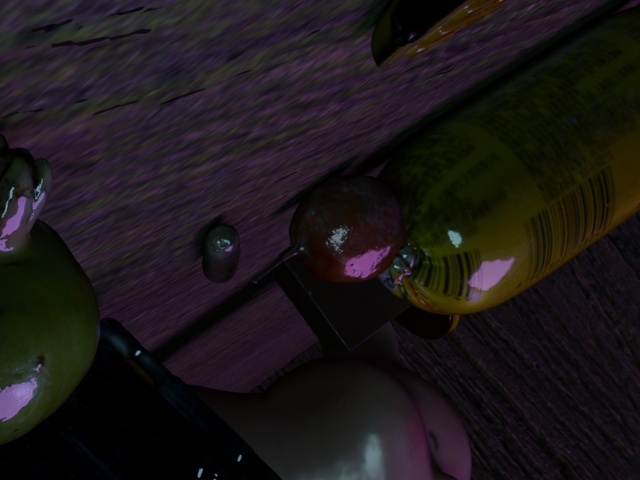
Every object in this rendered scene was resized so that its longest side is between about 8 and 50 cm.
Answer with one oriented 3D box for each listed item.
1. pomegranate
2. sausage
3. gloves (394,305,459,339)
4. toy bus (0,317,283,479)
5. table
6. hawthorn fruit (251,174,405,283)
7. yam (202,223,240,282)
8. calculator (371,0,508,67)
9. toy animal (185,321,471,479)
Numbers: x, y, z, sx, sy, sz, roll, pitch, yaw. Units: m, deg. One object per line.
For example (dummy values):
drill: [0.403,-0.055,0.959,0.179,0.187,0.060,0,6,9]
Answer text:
pomegranate: [-0.097,0.017,0.504,0.073,0.073,0.084,-34,138,-21]
sausage: [0.157,-0.058,1.238,0.347,0.123,0.123,-32,175,-32]
gloves: [0.177,-0.041,1.587,0.294,0.133,0.116,-33,138,-25]
toy bus: [-0.165,0.175,0.813,0.194,0.162,0.323,-54,166,28]
table: [0.014,0.033,1.396,0.070,0.083,0.082,-37,-179,-17]
hawthorn fruit: [0.000,0.000,1.097,0.103,0.067,0.067,-21,171,-21]
yam: [-0.052,0.007,0.997,0.021,0.021,0.116,-35,175,-9]
calculator: [0.100,-0.127,0.666,0.157,0.033,0.236,-34,178,-30]
toy animal: [-0.042,0.190,1.472,0.326,0.237,0.269,4,-156,32]
